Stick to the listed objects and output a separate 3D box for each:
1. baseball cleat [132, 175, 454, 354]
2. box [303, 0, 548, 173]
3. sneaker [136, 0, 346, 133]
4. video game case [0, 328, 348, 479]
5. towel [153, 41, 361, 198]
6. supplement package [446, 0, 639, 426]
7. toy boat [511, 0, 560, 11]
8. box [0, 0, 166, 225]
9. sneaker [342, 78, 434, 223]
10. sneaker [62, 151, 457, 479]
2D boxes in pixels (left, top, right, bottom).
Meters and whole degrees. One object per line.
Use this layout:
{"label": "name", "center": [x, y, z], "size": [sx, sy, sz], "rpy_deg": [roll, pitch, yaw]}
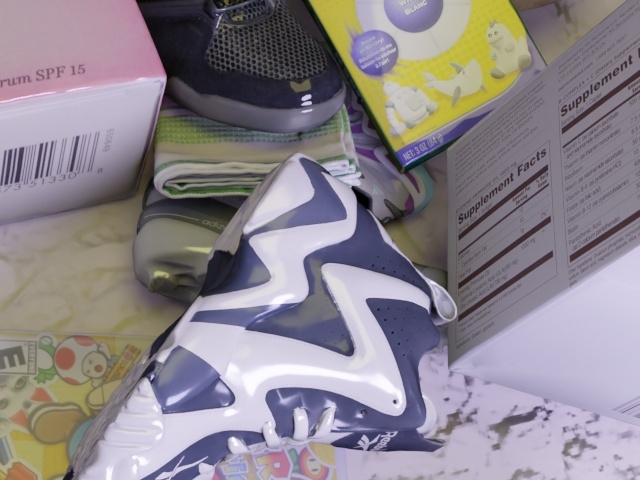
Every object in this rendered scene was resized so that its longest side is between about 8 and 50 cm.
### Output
{"label": "baseball cleat", "center": [0.000, 0.000, 0.822], "size": [0.206, 0.072, 0.109], "rpy_deg": [12, 55, -12]}
{"label": "box", "center": [0.048, -0.142, 0.849], "size": [0.105, 0.043, 0.179], "rpy_deg": [-30, 85, -1]}
{"label": "sneaker", "center": [-0.069, -0.157, 0.824], "size": [0.087, 0.130, 0.227], "rpy_deg": [-23, 52, -30]}
{"label": "video game case", "center": [-0.084, 0.153, 0.734], "size": [0.206, 0.026, 0.227], "rpy_deg": [4, 59, -15]}
{"label": "towel", "center": [-0.039, -0.075, 0.837], "size": [0.113, 0.023, 0.152], "rpy_deg": [-1, 36, -5]}
{"label": "supplement package", "center": [0.228, 0.002, 0.775], "size": [0.262, 0.204, 0.145], "rpy_deg": [19, 56, -24]}
{"label": "toy boat", "center": [0.093, -0.284, 0.988], "size": [0.267, 0.148, 0.318], "rpy_deg": [18, 65, 0]}
{"label": "box", "center": [-0.198, -0.135, 0.808], "size": [0.149, 0.127, 0.232], "rpy_deg": [-14, 66, -23]}
{"label": "sneaker", "center": [0.017, -0.050, 0.875], "size": [0.069, 0.038, 0.098], "rpy_deg": [-26, 70, -28]}
{"label": "sneaker", "center": [-0.018, 0.090, 0.717], "size": [0.153, 0.094, 0.235], "rpy_deg": [35, 67, -8]}
